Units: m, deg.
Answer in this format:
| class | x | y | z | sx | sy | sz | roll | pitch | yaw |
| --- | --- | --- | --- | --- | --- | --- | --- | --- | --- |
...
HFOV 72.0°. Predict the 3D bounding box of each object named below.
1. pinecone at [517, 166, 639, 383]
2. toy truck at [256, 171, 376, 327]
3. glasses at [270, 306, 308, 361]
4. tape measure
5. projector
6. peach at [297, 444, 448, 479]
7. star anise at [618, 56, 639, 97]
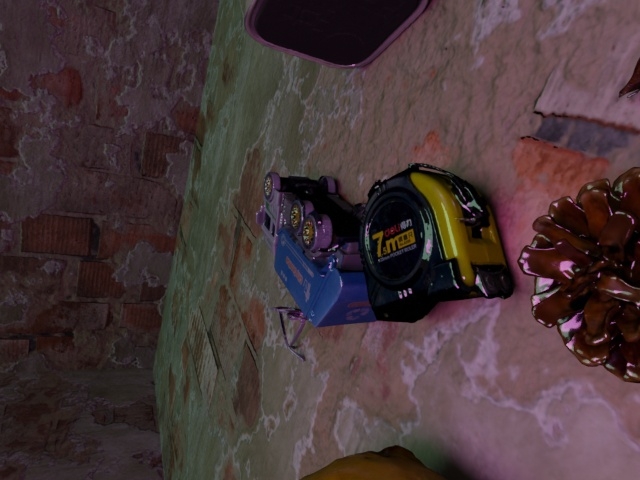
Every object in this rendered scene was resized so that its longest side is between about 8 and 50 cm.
| class | x | y | z | sx | sy | sz | roll | pitch | yaw |
| --- | --- | --- | --- | --- | --- | --- | --- | --- | --- |
| pinecone | 0.223 | 0.024 | 0.313 | 0.163 | 0.165 | 0.163 | -14 | 74 | 56 |
| toy truck | 0.000 | 0.000 | 0.774 | 0.367 | 0.146 | 0.175 | -130 | 48 | -55 |
| glasses | -0.065 | 0.201 | 0.945 | 0.140 | 0.062 | 0.104 | 10 | 95 | 64 |
| tape measure | 0.135 | 0.001 | 0.553 | 0.199 | 0.112 | 0.186 | -29 | 66 | 51 |
| projector | 0.020 | -0.470 | 0.719 | 0.248 | 0.248 | 0.249 | -21 | 66 | 60 |
| peach | 0.054 | 0.395 | 0.435 | 0.281 | 0.314 | 0.315 | 72 | 178 | -51 |
| star anise | 0.321 | -0.158 | 0.283 | 0.212 | 0.053 | 0.157 | -59 | 32 | 33 |
